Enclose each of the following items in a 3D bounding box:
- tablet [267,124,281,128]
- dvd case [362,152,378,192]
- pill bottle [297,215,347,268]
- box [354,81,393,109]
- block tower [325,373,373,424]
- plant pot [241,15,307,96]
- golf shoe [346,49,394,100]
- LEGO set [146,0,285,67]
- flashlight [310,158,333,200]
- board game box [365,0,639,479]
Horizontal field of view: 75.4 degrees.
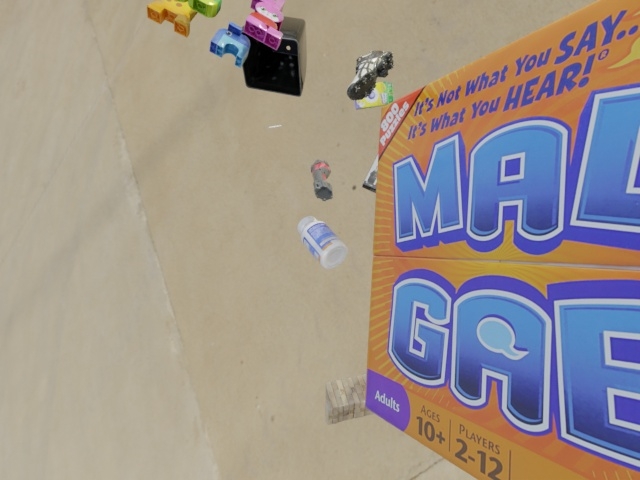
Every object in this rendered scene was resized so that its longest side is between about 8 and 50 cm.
[{"bbox_3d":[-0.195,-0.480,1.756,0.083,0.054,0.006,-132,31,-74],"label":"tablet"},{"bbox_3d":[0.287,-0.267,1.620,0.179,0.030,0.239,24,62,7],"label":"dvd case"},{"bbox_3d":[0.000,0.000,2.022,0.152,0.152,0.272,-54,49,16],"label":"pill bottle"},{"bbox_3d":[0.246,-0.668,1.909,0.179,0.043,0.105,-6,99,8],"label":"box"},{"bbox_3d":[0.172,0.472,1.284,0.097,0.334,0.091,-113,17,-51],"label":"block tower"},{"bbox_3d":[-0.128,-0.585,1.270,0.187,0.188,0.167,13,58,9],"label":"plant pot"},{"bbox_3d":[0.130,-0.494,1.234,0.093,0.077,0.198,34,69,26],"label":"golf shoe"},{"bbox_3d":[-0.151,-0.321,0.553,0.087,0.227,0.093,-47,20,60],"label":"LEGO set"},{"bbox_3d":[0.011,-0.289,1.997,0.103,0.103,0.304,-14,35,2],"label":"flashlight"},{"bbox_3d":[0.295,0.029,0.404,0.356,0.355,0.357,0,86,62],"label":"board game box"}]
